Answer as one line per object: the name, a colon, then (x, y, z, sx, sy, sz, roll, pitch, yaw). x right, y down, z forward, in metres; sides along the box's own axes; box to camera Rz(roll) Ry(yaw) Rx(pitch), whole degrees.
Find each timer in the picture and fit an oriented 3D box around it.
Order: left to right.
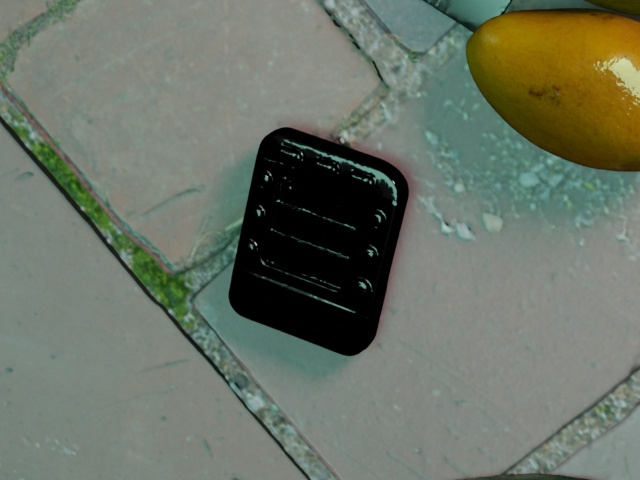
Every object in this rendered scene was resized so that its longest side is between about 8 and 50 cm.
timer: (0.000, 0.000, 1.606, 0.144, 0.055, 0.187, 21, 114, 17)

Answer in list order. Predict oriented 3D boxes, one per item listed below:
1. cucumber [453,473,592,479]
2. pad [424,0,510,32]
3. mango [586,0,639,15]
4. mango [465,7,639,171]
cucumber: (0.159, 0.272, 1.608, 0.244, 0.063, 0.115, -18, 97, 23)
pad: (0.107, -0.261, 1.524, 0.157, 0.003, 0.112, 34, 112, 10)
mango: (0.311, -0.278, 1.365, 0.332, 0.142, 0.195, -7, 107, 22)
mango: (0.216, -0.126, 1.447, 0.217, 0.141, 0.102, 23, 71, 20)
